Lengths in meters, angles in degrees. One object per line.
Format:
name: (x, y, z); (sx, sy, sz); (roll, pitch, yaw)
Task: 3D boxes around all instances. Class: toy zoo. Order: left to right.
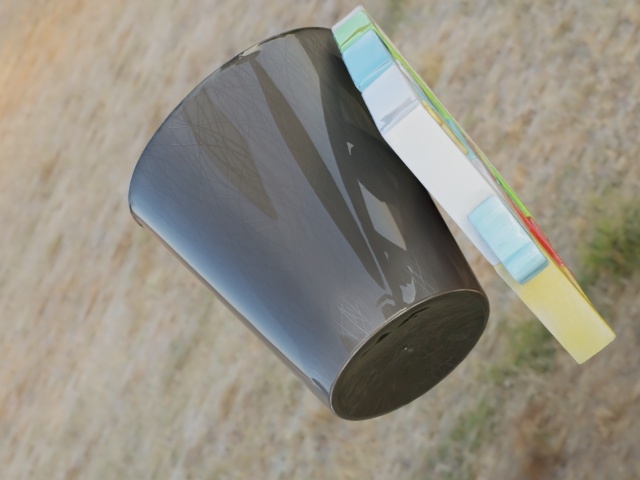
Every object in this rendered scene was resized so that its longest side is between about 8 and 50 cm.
toy zoo: (0.092, -0.037, 0.941); (0.030, 0.192, 0.293); (-39, 22, 9)

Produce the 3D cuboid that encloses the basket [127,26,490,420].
basket: (0.000, 0.000, 1.039); (0.204, 0.154, 0.227); (-43, 59, 12)
